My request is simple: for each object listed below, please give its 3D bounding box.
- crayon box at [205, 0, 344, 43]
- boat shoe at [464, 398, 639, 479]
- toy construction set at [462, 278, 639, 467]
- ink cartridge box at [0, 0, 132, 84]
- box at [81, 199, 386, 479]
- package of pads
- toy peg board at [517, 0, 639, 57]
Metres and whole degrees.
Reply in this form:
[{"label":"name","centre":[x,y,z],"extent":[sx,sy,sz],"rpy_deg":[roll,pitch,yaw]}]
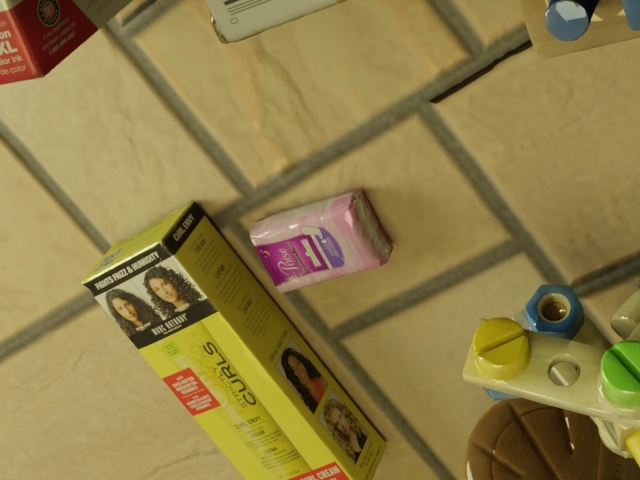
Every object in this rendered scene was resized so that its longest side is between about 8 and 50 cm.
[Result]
[{"label":"crayon box","centre":[0.051,-0.238,0.592],"extent":[0.319,0.081,0.202],"rpy_deg":[-13,117,30]},{"label":"boat shoe","centre":[0.263,0.166,0.773],"extent":[0.341,0.121,0.110],"rpy_deg":[12,163,17]},{"label":"toy construction set","centre":[0.256,0.095,0.643],"extent":[0.328,0.215,0.151],"rpy_deg":[43,168,13]},{"label":"ink cartridge box","centre":[-0.186,-0.189,0.694],"extent":[0.072,0.127,0.175],"rpy_deg":[-5,120,26]},{"label":"box","centre":[-0.057,0.088,0.873],"extent":[0.087,0.058,0.232],"rpy_deg":[-25,110,33]},{"label":"package of pads","centre":[0.000,0.000,0.807],"extent":[0.083,0.032,0.050],"rpy_deg":[-16,112,30]},{"label":"toy peg board","centre":[0.137,-0.151,0.514],"extent":[0.161,0.079,0.160],"rpy_deg":[-10,119,28]}]
